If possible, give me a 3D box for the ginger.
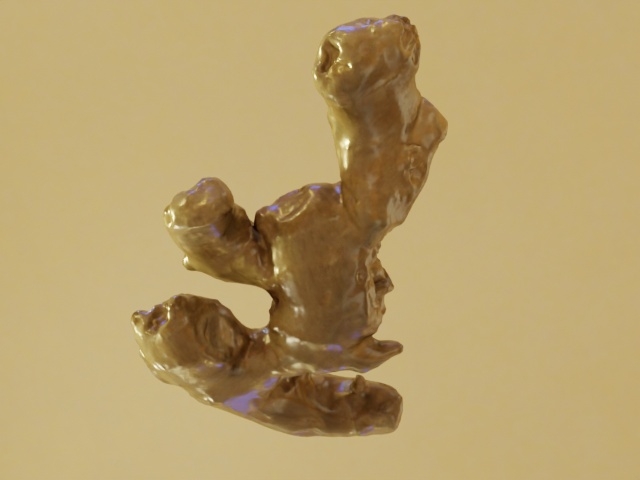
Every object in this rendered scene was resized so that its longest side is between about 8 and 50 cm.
[{"bbox_3d":[-0.016,0.002,0.918,0.065,0.149,0.258,-105,20,-51],"label":"ginger"}]
